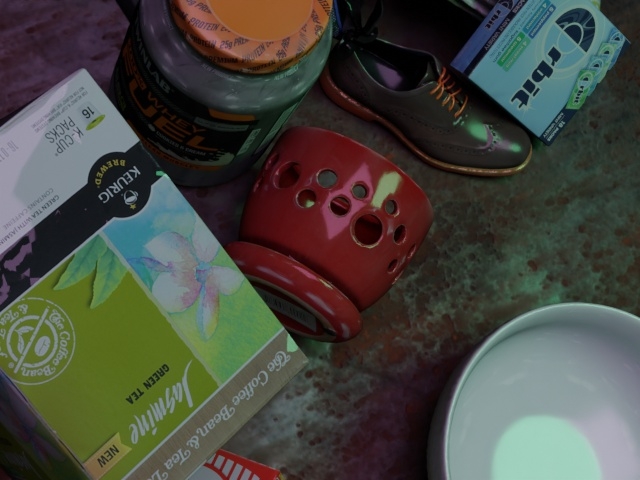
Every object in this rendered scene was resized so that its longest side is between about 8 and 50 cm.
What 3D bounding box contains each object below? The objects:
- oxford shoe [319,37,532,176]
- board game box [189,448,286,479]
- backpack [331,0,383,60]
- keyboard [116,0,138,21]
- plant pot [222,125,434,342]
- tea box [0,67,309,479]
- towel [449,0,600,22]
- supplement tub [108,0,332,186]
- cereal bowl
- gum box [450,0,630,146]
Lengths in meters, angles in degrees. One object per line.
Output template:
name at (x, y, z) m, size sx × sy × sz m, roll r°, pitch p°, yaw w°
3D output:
oxford shoe at (0.132, -0.155, 1.563) m, size 0.271 × 0.098 × 0.096 m, roll 23°, pitch 68°, yaw -9°
board game box at (-0.139, 0.295, 1.335) m, size 0.147 × 0.045 × 0.193 m, roll 16°, pitch 65°, yaw 21°
backpack at (-0.020, -0.382, 1.482) m, size 0.213 × 0.263 × 0.276 m, roll 5°, pitch 48°, yaw 11°
keyboard at (-0.265, -0.371, 1.546) m, size 0.202 × 0.033 × 0.317 m, roll -31°, pitch 83°, yaw -23°
plant pot at (0.000, 0.000, 1.427) m, size 0.191 × 0.191 × 0.174 m, roll 33°, pitch 69°, yaw -5°
tea box at (-0.240, 0.060, 1.222) m, size 0.220 × 0.329 × 0.323 m, roll -44°, pitch 105°, yaw -23°
towel at (0.221, -0.426, 1.618) m, size 0.321 × 0.090 × 0.374 m, roll 23°, pitch 65°, yaw -43°
supplement tub at (-0.104, -0.189, 1.384) m, size 0.194 × 0.316 × 0.193 m, roll 5°, pitch 72°, yaw -15°
cereal bowl at (0.264, 0.243, 1.458) m, size 0.339 × 0.141 × 0.338 m, roll 5°, pitch 72°, yaw -16°
gum box at (0.256, -0.216, 1.562) m, size 0.184 × 0.041 × 0.157 m, roll 31°, pitch 99°, yaw -44°
